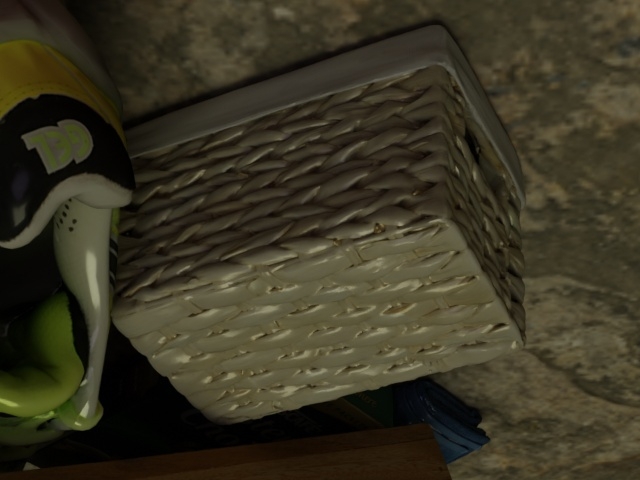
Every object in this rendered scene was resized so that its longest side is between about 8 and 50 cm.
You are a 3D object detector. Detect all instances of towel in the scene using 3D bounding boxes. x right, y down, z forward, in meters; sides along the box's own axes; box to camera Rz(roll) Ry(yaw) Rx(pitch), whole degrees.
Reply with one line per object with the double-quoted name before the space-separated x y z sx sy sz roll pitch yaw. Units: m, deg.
"towel" 0.034 0.124 0.784 0.119 0.029 0.067 -32 130 33

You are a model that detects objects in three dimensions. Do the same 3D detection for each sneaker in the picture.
"sneaker" -0.167 0.050 0.554 0.145 0.147 0.385 -18 145 -30

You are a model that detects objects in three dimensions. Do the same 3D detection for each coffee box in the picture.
"coffee box" -0.064 0.100 0.747 0.184 0.040 0.113 -27 133 28

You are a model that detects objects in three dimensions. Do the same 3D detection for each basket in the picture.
"basket" 0.000 0.000 0.579 0.167 0.103 0.113 -17 138 18

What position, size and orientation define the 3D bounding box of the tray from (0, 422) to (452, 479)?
"tray" -0.129 0.160 0.600 0.203 0.076 0.411 -32 160 32
